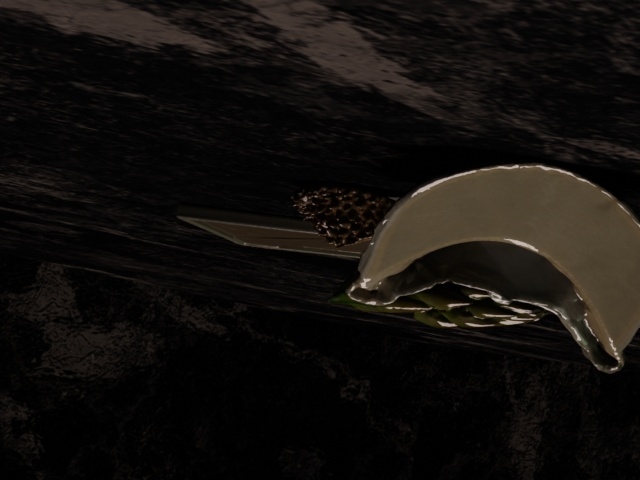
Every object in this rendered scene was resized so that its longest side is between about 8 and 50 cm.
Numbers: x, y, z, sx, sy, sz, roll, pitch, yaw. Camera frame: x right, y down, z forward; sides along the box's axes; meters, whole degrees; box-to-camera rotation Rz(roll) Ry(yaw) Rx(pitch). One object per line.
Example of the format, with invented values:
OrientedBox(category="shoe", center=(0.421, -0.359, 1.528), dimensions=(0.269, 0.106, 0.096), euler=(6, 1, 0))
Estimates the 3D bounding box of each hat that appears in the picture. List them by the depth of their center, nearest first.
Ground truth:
OrientedBox(category="hat", center=(0.146, -0.011, 1.237), dimensions=(0.214, 0.149, 0.244), euler=(17, 138, -4))

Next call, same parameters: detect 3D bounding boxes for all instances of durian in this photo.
OrientedBox(category="durian", center=(0.018, -0.032, 1.429), dimensions=(0.130, 0.052, 0.066), euler=(8, -146, 47))

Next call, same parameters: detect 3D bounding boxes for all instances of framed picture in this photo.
OrientedBox(category="framed picture", center=(0.000, 0.000, 1.810), dimensions=(0.260, 0.023, 0.189), euler=(7, 174, 21))

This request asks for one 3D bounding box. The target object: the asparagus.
OrientedBox(category="asparagus", center=(0.131, 0.060, 1.988), dimensions=(0.287, 0.080, 0.080), euler=(10, 176, 30))
